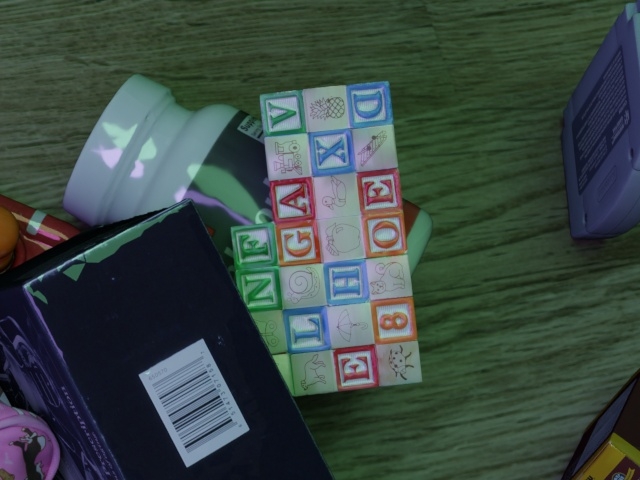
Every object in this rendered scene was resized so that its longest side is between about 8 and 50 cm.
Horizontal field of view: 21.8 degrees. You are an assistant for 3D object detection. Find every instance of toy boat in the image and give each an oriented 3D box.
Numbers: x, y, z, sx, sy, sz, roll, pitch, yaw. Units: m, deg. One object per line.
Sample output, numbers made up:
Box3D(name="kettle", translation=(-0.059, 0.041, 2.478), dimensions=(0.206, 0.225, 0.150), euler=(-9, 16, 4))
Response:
Box3D(name="toy boat", translation=(-0.353, 0.007, 1.756), dimensions=(0.231, 0.151, 0.151), euler=(23, 64, -2))

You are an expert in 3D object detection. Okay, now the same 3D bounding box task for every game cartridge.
Box3D(name="game cartridge", translation=(0.341, -0.122, 1.887), dimensions=(0.062, 0.297, 0.198), euler=(-3, 68, -10))

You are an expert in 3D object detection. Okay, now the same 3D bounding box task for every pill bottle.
Box3D(name="pill bottle", translation=(-0.080, -0.019, 1.797), dimensions=(0.363, 0.210, 0.210), euler=(28, 64, 1))

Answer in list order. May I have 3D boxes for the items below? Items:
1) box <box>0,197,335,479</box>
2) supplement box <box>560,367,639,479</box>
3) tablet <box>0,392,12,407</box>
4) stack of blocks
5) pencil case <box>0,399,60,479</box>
Box3D(name="box", translation=(-0.168, 0.160, 1.592), dimensions=(0.179, 0.312, 0.343), euler=(-29, 97, -21))
Box3D(name="supplement box", translation=(0.372, 0.266, 1.776), dimensions=(0.191, 0.129, 0.194), euler=(37, 34, 5))
Box3D(name="tablet", translation=(-0.313, 0.171, 1.775), dimensions=(0.054, 0.006, 0.083), euler=(27, 65, -1))
Box3D(name="stack of blocks", translation=(0.000, 0.000, 1.646), dimensions=(0.171, 0.087, 0.297), euler=(-6, 91, 2))
Box3D(name="pencil case", translation=(-0.438, 0.167, 1.591), dimensions=(0.386, 0.167, 0.160), euler=(22, 25, 27))
